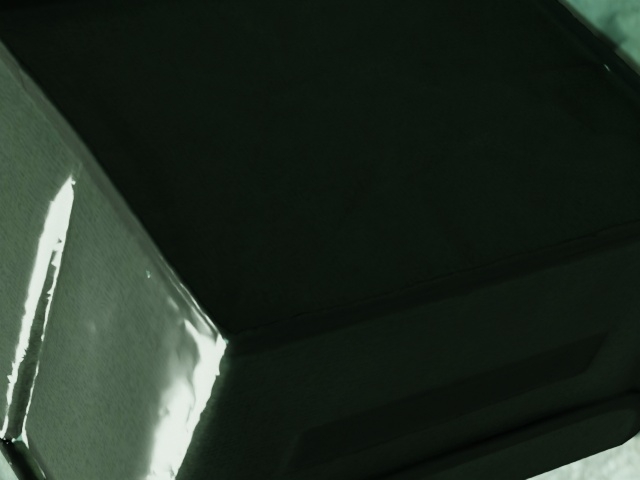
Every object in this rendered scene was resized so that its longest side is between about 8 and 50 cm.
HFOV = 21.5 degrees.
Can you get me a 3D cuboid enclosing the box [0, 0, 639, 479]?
[{"bbox_3d":[0.000,0.001,0.873,0.251,0.345,0.204,51,140,32],"label":"box"}]
